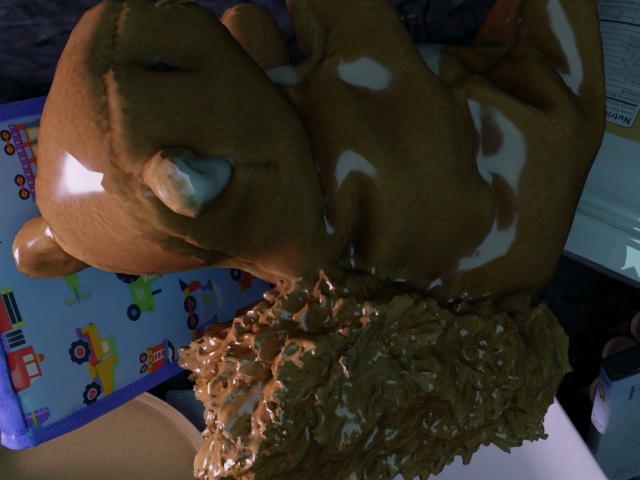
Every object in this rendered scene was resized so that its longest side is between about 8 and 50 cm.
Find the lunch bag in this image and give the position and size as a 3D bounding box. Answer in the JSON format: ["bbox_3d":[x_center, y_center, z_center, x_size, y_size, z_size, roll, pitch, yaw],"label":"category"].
[{"bbox_3d":[-0.171,0.003,0.745,0.138,0.293,0.221,-10,99,25],"label":"lunch bag"}]

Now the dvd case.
[{"bbox_3d":[0.315,0.135,0.866,0.180,0.253,0.022,-19,55,-3],"label":"dvd case"}]

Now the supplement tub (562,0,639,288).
[{"bbox_3d":[0.302,-0.115,0.831,0.228,0.228,0.316,23,94,-9],"label":"supplement tub"}]

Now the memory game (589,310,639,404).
[{"bbox_3d":[0.348,0.146,0.977,0.186,0.012,0.186,-1,98,-7],"label":"memory game"}]

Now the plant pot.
[{"bbox_3d":[-0.198,0.228,0.897,0.236,0.032,0.236,0,103,-1],"label":"plant pot"}]

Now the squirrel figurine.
[{"bbox_3d":[0.000,0.000,0.678,0.370,0.281,0.397,-6,86,-48],"label":"squirrel figurine"}]

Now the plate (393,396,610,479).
[{"bbox_3d":[0.098,0.228,0.791,0.277,0.278,0.045,-14,134,-14],"label":"plate"}]

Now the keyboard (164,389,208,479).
[{"bbox_3d":[-0.082,0.255,0.918,0.072,0.014,0.256,-9,100,31],"label":"keyboard"}]
